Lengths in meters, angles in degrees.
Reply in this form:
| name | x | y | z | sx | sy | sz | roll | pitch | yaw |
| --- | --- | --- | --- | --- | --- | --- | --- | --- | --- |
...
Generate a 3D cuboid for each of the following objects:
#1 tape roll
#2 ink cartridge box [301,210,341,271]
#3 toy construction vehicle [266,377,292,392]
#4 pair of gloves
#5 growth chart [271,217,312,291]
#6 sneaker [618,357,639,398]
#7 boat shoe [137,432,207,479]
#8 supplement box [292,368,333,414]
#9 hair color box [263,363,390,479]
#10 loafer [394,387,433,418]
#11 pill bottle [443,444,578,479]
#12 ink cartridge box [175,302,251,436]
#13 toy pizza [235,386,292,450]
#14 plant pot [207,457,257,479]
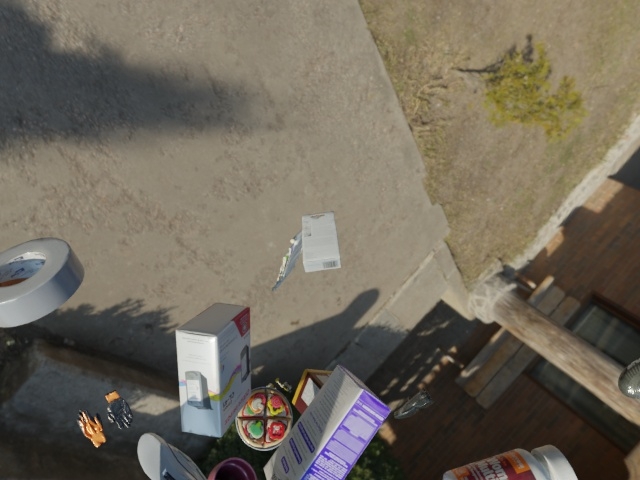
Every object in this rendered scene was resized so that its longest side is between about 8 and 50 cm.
| name | x | y | z | sx | sy | sz | roll | pitch | yaw |
| --- | --- | --- | --- | --- | --- | --- | --- | --- | --- |
| tape roll | -0.663 | 0.088 | 0.976 | 0.219 | 0.219 | 0.072 | -29 | 132 | -22 |
| ink cartridge box | 0.000 | 0.000 | 0.752 | 0.062 | 0.115 | 0.029 | -8 | 136 | 3 |
| toy construction vehicle | -0.160 | 0.596 | 1.707 | 0.085 | 0.098 | 0.035 | -34 | 140 | -43 |
| pair of gloves | -0.383 | 0.316 | 0.767 | 0.083 | 0.010 | 0.074 | -30 | 97 | -18 |
| growth chart | -0.094 | 0.053 | 1.430 | 0.172 | 0.021 | 0.237 | -47 | 164 | -54 |
| sneaker | 0.657 | 0.236 | 0.753 | 0.234 | 0.078 | 0.106 | -22 | 174 | 23 |
| boat shoe | -0.408 | 0.636 | 1.201 | 0.095 | 0.258 | 0.084 | -55 | 154 | 1 |
| supplement box | 0.047 | 0.540 | 1.428 | 0.191 | 0.194 | 0.129 | 17 | 98 | -35 |
| hair color box | 0.010 | 0.506 | 1.088 | 0.110 | 0.185 | 0.339 | 41 | 82 | -15 |
| loafer | 0.355 | 0.637 | 1.672 | 0.170 | 0.061 | 0.062 | -34 | 138 | 14 |
| pill bottle | 0.358 | 0.472 | 0.815 | 0.221 | 0.121 | 0.121 | -16 | 133 | -4 |
| ink cartridge box | -0.300 | 0.364 | 1.251 | 0.226 | 0.131 | 0.307 | -42 | 133 | -71 |
| toy pizza | -0.185 | 0.597 | 1.453 | 0.201 | 0.201 | 0.032 | -16 | 162 | -33 |
| plant pot | -0.373 | 0.972 | 1.669 | 0.201 | 0.202 | 0.180 | 10 | 140 | -45 |
